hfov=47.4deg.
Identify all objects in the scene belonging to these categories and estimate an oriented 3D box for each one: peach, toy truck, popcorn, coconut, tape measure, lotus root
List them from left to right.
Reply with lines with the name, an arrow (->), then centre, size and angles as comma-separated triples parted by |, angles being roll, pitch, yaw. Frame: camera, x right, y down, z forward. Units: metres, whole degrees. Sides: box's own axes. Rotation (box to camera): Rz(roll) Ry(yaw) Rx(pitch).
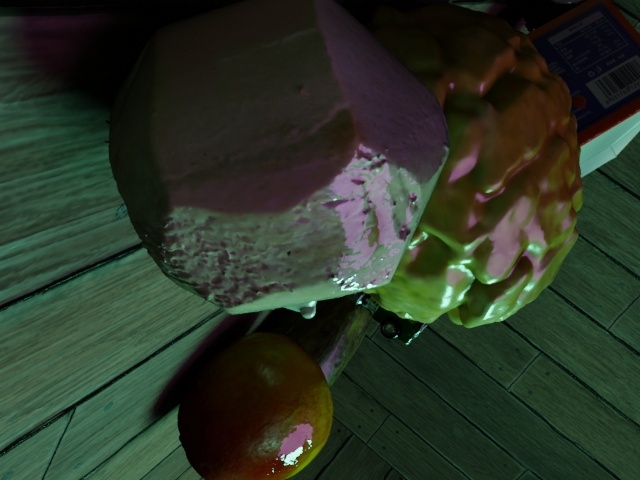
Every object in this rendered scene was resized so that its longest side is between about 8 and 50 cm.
peach -> -0.116, 0.292, 1.265 | 0.281, 0.281, 0.238 | -48, -153, -15
coconut -> -0.021, -0.063, 0.521 | 0.241, 0.241, 0.241 | -49, 168, -14
lotus root -> -0.034, 0.231, 1.514 | 0.397, 0.179, 0.196 | -47, 166, -21
toy truck -> 0.069, 0.040, 1.126 | 0.121, 0.259, 0.088 | -54, 168, 15
popcorn -> 0.152, -0.084, 0.869 | 0.344, 0.354, 0.390 | -40, 164, -10
tape measure -> 0.515, -0.518, 1.525 | 0.199, 0.112, 0.186 | -47, 170, -14

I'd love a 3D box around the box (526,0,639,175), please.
box -> 0.445, -0.250, 1.456 | 0.348, 0.257, 0.319 | -30, 166, -9

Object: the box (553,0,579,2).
box -> 0.259, -0.379, 0.818 | 0.193, 0.167, 0.294 | -60, 166, 29

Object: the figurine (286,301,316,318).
figurine -> -0.076, 0.063, 1.085 | 0.081, 0.146, 0.098 | 96, 1, -47
